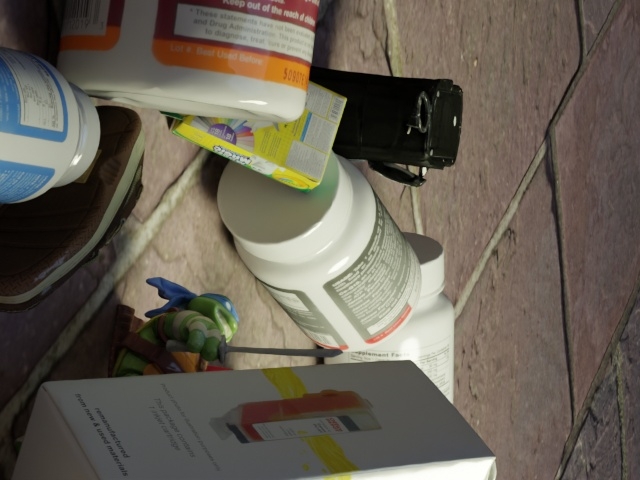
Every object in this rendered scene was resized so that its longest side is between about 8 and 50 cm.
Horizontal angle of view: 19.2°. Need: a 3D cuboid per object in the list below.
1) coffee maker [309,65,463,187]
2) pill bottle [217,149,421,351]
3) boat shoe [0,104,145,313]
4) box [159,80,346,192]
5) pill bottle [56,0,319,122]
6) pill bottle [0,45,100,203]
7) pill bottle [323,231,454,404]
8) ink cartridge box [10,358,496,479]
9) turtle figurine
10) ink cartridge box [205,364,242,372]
[{"bbox_3d":[0.055,-0.146,2.120,0.171,0.178,0.120,54,46,-62],"label":"coffee maker"},{"bbox_3d":[0.000,0.000,2.061,0.283,0.161,0.161,54,48,-59],"label":"pill bottle"},{"bbox_3d":[-0.214,-0.010,1.645,0.257,0.095,0.095,-58,153,-45],"label":"boat shoe"},{"bbox_3d":[-0.072,-0.130,1.899,0.043,0.179,0.105,-31,-143,61],"label":"box"},{"bbox_3d":[-0.098,-0.311,1.654,0.224,0.224,0.392,8,90,-67],"label":"pill bottle"},{"bbox_3d":[-0.264,-0.091,1.460,0.221,0.124,0.124,7,90,-67],"label":"pill bottle"},{"bbox_3d":[0.084,0.142,2.303,0.160,0.160,0.283,-37,131,-59],"label":"pill bottle"},{"bbox_3d":[-0.076,0.263,1.641,0.385,0.160,0.279,-1,125,-34],"label":"ink cartridge box"},{"bbox_3d":[-0.125,0.169,1.729,0.266,0.274,0.198,-41,171,-26],"label":"turtle figurine"},{"bbox_3d":[-0.052,0.198,2.013,0.109,0.150,0.063,72,33,-45],"label":"ink cartridge box"}]
